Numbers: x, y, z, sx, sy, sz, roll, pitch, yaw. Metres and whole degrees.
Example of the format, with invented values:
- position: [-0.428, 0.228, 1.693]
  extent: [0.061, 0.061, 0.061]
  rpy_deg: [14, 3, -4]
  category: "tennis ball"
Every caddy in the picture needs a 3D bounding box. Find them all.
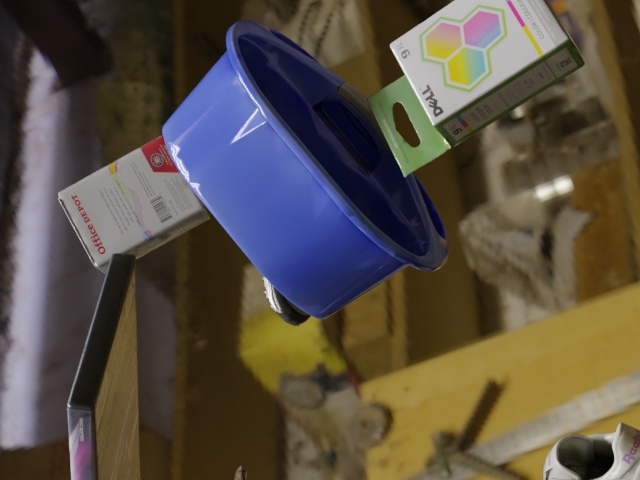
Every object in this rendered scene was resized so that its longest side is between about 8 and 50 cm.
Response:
- position: [-0.003, -0.083, 1.647]
  extent: [0.341, 0.179, 0.241]
  rpy_deg: [50, -160, 2]
  category: "caddy"

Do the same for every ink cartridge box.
- position: [0.139, -0.167, 1.490]
  extent: [0.062, 0.209, 0.109]
  rpy_deg: [36, -155, -58]
  category: "ink cartridge box"
- position: [-0.267, -0.049, 2.184]
  extent: [0.127, 0.175, 0.072]
  rpy_deg: [61, 178, 12]
  category: "ink cartridge box"

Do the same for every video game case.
- position: [-0.183, 0.178, 1.315]
  extent: [0.196, 0.026, 0.274]
  rpy_deg: [-83, -1, -54]
  category: "video game case"

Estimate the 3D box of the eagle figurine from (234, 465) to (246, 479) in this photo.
- position: [-0.133, 0.352, 1.676]
  extent: [0.226, 0.225, 0.298]
  rpy_deg: [33, -163, 10]
  category: "eagle figurine"

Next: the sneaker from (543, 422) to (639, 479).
- position: [0.296, 0.286, 1.770]
  extent: [0.152, 0.305, 0.114]
  rpy_deg: [38, -132, -14]
  category: "sneaker"

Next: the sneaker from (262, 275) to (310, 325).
- position: [0.000, 0.000, 2.240]
  extent: [0.100, 0.108, 0.271]
  rpy_deg: [36, -117, -27]
  category: "sneaker"
